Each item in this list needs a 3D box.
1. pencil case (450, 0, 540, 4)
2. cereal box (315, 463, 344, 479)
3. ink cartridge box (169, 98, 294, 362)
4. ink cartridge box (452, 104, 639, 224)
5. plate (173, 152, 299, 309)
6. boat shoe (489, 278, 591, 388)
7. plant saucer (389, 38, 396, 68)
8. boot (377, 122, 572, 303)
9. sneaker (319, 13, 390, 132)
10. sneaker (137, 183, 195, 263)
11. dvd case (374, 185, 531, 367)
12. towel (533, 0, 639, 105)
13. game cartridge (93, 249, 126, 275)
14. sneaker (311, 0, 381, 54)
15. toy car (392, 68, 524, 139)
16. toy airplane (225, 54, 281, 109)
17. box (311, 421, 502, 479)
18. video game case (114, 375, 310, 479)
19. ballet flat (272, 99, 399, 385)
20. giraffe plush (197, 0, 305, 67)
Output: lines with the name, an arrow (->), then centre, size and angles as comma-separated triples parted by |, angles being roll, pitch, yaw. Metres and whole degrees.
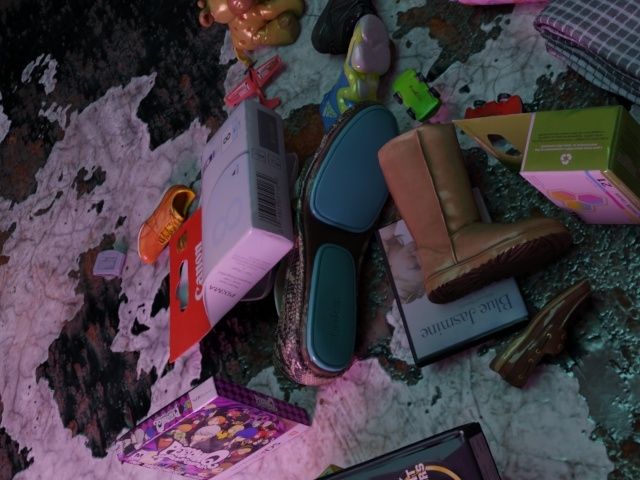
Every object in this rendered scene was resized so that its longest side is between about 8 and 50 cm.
pencil case -> 0.337, -0.449, 1.557 | 0.284, 0.124, 0.124 | 9, 74, 41
cereal box -> -0.008, 0.424, 1.354 | 0.240, 0.173, 0.047 | -45, 47, 11
ink cartridge box -> -0.196, -0.014, 1.686 | 0.385, 0.091, 0.308 | -43, 38, 34
ink cartridge box -> 0.327, -0.097, 1.336 | 0.255, 0.188, 0.097 | 0, 70, 41
plate -> -0.146, -0.008, 1.759 | 0.278, 0.045, 0.277 | -11, 60, 47
boat shoe -> 0.312, 0.129, 1.326 | 0.060, 0.064, 0.178 | 44, 101, 13
plant saucer -> 0.106, -0.330, 1.759 | 0.083, 0.015, 0.084 | -18, 58, 32
boot -> 0.218, -0.068, 1.431 | 0.236, 0.089, 0.270 | -23, 59, 15
sneaker -> 0.049, -0.281, 1.716 | 0.126, 0.091, 0.240 | -3, 76, 44
sneaker -> -0.310, -0.034, 1.917 | 0.067, 0.064, 0.175 | 15, 78, 47
dvd case -> 0.194, 0.051, 1.458 | 0.180, 0.022, 0.253 | -24, 54, 12
towel -> 0.472, -0.313, 1.341 | 0.235, 0.121, 0.283 | -44, 47, -2
game cartridge -> -0.441, 0.047, 2.019 | 0.083, 0.017, 0.056 | 0, 72, 40
sneaker -> 0.078, -0.450, 1.800 | 0.130, 0.087, 0.228 | 19, 84, 42
toy car -> 0.197, -0.193, 1.573 | 0.239, 0.053, 0.225 | -42, 56, 14
toy airplane -> -0.122, -0.301, 1.926 | 0.151, 0.028, 0.151 | -19, 58, 33
box -> 0.114, 0.458, 1.167 | 0.318, 0.097, 0.395 | -24, 79, 21
video game case -> -0.164, 0.302, 1.506 | 0.210, 0.232, 0.042 | -35, 52, 20
ballet flat -> 0.000, 0.000, 1.594 | 0.182, 0.164, 0.483 | -11, 63, 53
giraffe plush -> -0.159, -0.475, 1.946 | 0.210, 0.170, 0.181 | -32, 51, 23
